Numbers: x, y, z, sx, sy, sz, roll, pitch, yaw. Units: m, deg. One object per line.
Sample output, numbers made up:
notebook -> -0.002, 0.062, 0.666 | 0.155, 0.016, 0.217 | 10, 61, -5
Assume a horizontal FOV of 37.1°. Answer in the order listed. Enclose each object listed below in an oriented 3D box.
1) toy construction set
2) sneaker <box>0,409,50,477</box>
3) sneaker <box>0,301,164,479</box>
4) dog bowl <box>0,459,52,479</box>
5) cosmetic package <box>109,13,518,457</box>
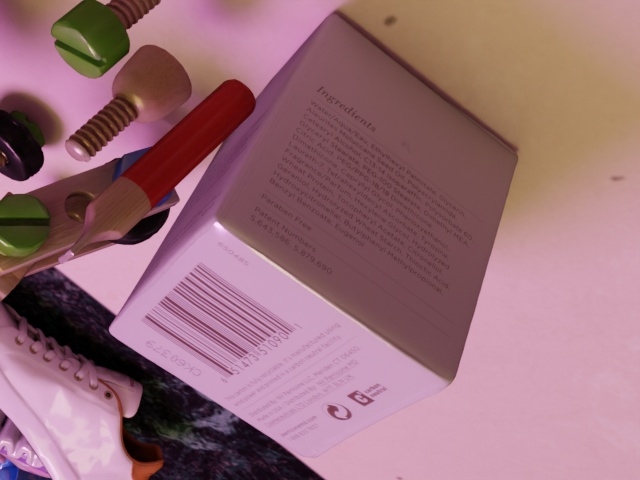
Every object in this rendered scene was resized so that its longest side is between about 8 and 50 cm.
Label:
toy construction set -> -0.218, -0.030, 0.557 | 0.309, 0.237, 0.257 | 7, 136, 44
sneaker -> -0.351, 0.205, 1.066 | 0.236, 0.095, 0.104 | 27, 149, -6
sneaker -> -0.256, 0.136, 0.955 | 0.123, 0.106, 0.290 | -30, 113, -4
dog bowl -> -0.414, 0.391, 1.191 | 0.074, 0.166, 0.297 | 28, 100, -27
cosmetic package -> 0.000, 0.000, 0.572 | 0.151, 0.183, 0.151 | 36, 140, -13
